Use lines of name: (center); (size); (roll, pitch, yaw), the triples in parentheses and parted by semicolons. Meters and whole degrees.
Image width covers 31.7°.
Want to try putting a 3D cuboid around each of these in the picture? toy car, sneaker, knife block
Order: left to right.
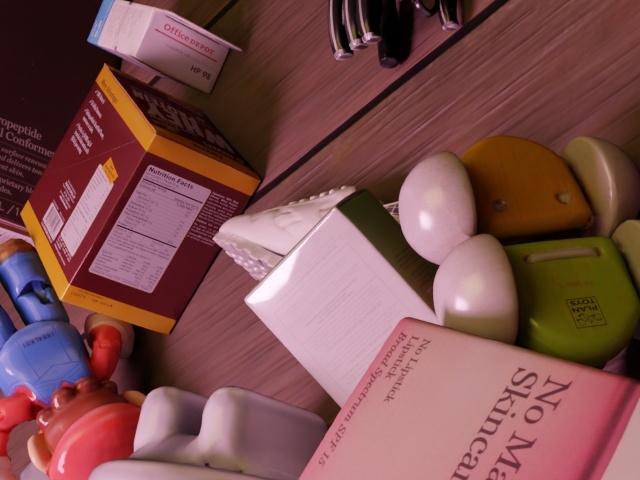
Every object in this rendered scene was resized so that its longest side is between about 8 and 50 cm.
sneaker: (0.000, 0.000, 0.960); (0.235, 0.090, 0.095); (10, 68, 49)
knife block: (0.050, -0.287, 1.030); (0.242, 0.088, 0.276); (-60, 37, 9)
toy car: (0.137, 0.023, 0.732); (0.136, 0.159, 0.182); (98, 161, -45)

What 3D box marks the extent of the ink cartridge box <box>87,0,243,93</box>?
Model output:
ink cartridge box: (-0.177, -0.219, 1.267); (0.180, 0.104, 0.060); (26, 93, 54)

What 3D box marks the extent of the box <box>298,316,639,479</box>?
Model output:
box: (0.112, 0.148, 0.580); (0.232, 0.127, 0.148); (10, 63, 55)

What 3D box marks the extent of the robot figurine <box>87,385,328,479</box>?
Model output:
robot figurine: (-0.089, 0.286, 0.804); (0.300, 0.200, 0.353); (-8, 65, 45)

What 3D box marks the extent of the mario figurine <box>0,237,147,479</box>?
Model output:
mario figurine: (-0.272, 0.163, 1.129); (0.198, 0.170, 0.320); (-40, 64, 4)

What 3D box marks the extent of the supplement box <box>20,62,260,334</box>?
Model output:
supplement box: (-0.193, -0.045, 1.172); (0.194, 0.129, 0.191); (-58, 37, 12)

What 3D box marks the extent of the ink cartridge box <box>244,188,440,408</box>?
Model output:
ink cartridge box: (0.057, 0.078, 0.811); (0.209, 0.062, 0.109); (48, 117, 5)

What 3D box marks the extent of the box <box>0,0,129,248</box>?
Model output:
box: (-0.375, -0.169, 1.420); (0.143, 0.191, 0.381); (-22, 56, 44)

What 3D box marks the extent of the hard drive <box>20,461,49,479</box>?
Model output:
hard drive: (-0.277, 0.254, 1.208); (0.135, 0.022, 0.094); (-45, 41, 27)
